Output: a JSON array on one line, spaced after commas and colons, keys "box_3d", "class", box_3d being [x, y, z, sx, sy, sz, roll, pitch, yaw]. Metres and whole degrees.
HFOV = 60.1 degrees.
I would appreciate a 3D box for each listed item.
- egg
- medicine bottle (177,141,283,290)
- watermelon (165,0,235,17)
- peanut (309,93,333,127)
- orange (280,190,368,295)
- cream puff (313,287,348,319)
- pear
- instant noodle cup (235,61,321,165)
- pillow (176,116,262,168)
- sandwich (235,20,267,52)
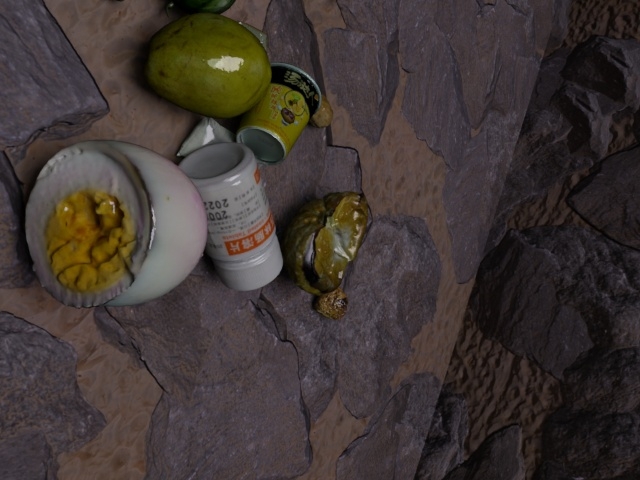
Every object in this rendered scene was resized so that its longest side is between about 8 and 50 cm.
[{"box_3d": [-0.405, -0.033, 1.241, 0.340, 0.355, 0.354, 0, 98, -68], "class": "egg"}, {"box_3d": [-0.234, -0.058, 1.492, 0.211, 0.211, 0.371, -46, 138, -34], "class": "medicine bottle"}, {"box_3d": [-0.300, -0.639, 1.362, 0.215, 0.188, 0.188, -39, 137, 12], "class": "watermelon"}, {"box_3d": [-0.048, -0.432, 1.753, 0.263, 0.101, 0.117, 11, 114, -52], "class": "peanut"}, {"box_3d": [0.000, 0.000, 1.803, 0.368, 0.211, 0.270, -56, 136, -29], "class": "orange"}, {"box_3d": [0.044, 0.223, 1.984, 0.133, 0.104, 0.119, 10, 96, -48], "class": "cream puff"}, {"box_3d": [-0.277, -0.428, 1.372, 0.307, 0.253, 0.252, 2, 96, -22], "class": "pear"}, {"box_3d": [-0.130, -0.344, 1.551, 0.215, 0.216, 0.236, 53, 47, -41], "class": "instant noodle cup"}, {"box_3d": [-0.270, -0.233, 1.552, 0.254, 0.078, 0.144, 35, 80, -46], "class": "pillow"}, {"box_3d": [-0.216, -0.543, 1.544, 0.258, 0.096, 0.094, 2, 90, -52], "class": "sandwich"}]
